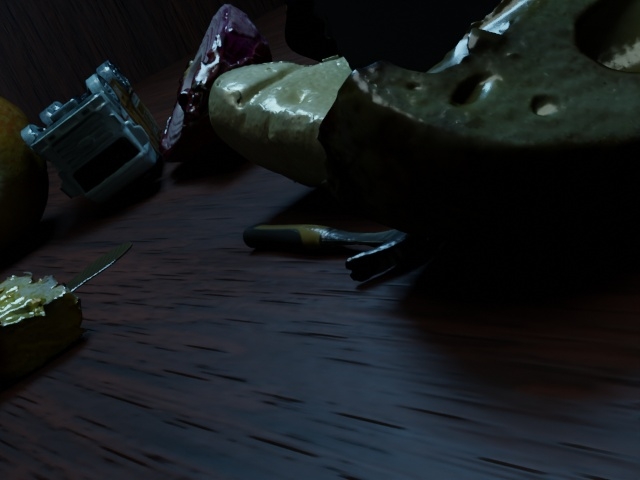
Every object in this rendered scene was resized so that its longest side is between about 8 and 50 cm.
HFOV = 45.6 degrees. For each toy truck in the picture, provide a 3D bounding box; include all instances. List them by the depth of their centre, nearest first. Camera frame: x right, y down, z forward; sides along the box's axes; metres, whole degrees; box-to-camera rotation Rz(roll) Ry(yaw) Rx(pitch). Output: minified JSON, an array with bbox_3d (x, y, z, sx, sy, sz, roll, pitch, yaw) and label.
[{"bbox_3d":[-0.316,-0.154,1.122,0.136,0.162,0.305,-37,21,3],"label":"toy truck"}]

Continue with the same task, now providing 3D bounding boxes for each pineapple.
[{"bbox_3d":[-0.319,0.098,0.648,0.233,0.079,0.135,-29,28,-26],"label":"pineapple"}]

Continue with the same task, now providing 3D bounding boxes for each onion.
[{"bbox_3d":[-0.134,-0.190,1.029,0.227,0.120,0.283,-62,16,19],"label":"onion"}]

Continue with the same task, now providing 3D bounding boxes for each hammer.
[{"bbox_3d":[0.000,0.000,0.593,0.078,0.021,0.201,-39,24,-32],"label":"hammer"}]

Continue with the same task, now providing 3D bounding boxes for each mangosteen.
[{"bbox_3d":[0.062,-0.370,1.182,0.243,0.243,0.243,-22,21,9],"label":"mangosteen"}]

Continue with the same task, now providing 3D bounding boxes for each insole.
[{"bbox_3d":[-0.253,0.038,0.815,0.045,0.002,0.135,-4,29,44],"label":"insole"}]

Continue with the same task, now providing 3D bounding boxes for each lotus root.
[{"bbox_3d":[0.162,-0.077,0.463,0.314,0.142,0.210,-32,-16,-5],"label":"lotus root"}]

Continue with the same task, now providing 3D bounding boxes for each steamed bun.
[{"bbox_3d":[0.007,-0.104,0.709,0.213,0.110,0.231,10,30,19],"label":"steamed bun"}]

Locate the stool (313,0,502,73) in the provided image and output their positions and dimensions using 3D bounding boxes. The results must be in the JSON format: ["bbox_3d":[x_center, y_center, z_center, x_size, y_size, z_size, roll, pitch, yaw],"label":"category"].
[{"bbox_3d":[0.191,-0.286,0.639,0.330,0.297,0.297,-16,13,-32],"label":"stool"}]

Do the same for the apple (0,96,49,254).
[{"bbox_3d":[-0.506,-0.090,1.052,0.264,0.264,0.264,-22,21,9],"label":"apple"}]
